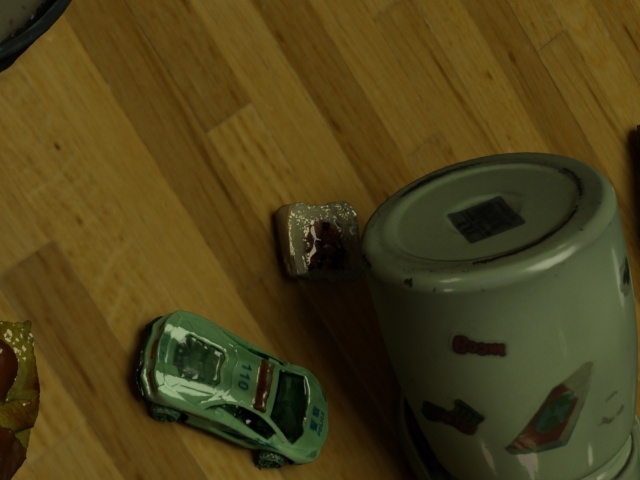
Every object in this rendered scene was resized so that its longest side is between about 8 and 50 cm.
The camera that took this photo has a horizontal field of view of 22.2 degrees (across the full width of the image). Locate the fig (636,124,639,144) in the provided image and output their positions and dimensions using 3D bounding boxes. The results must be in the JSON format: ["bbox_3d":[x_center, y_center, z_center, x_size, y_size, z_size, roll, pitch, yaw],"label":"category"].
[{"bbox_3d":[0.427,-0.026,1.687,0.167,0.167,0.234,-16,92,-42],"label":"fig"}]

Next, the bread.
[{"bbox_3d":[0.000,0.000,1.397,0.083,0.035,0.070,4,72,-37],"label":"bread"}]

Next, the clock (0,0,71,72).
[{"bbox_3d":[-0.335,-0.284,1.180,0.386,0.076,0.386,15,66,-36],"label":"clock"}]

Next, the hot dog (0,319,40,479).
[{"bbox_3d":[-0.260,0.140,1.086,0.123,0.093,0.261,42,52,-21],"label":"hot dog"}]

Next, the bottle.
[{"bbox_3d":[0.168,0.118,1.361,0.229,0.229,0.352,-45,129,-40],"label":"bottle"}]

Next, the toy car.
[{"bbox_3d":[-0.061,0.116,1.290,0.186,0.058,0.093,29,57,-30],"label":"toy car"}]
